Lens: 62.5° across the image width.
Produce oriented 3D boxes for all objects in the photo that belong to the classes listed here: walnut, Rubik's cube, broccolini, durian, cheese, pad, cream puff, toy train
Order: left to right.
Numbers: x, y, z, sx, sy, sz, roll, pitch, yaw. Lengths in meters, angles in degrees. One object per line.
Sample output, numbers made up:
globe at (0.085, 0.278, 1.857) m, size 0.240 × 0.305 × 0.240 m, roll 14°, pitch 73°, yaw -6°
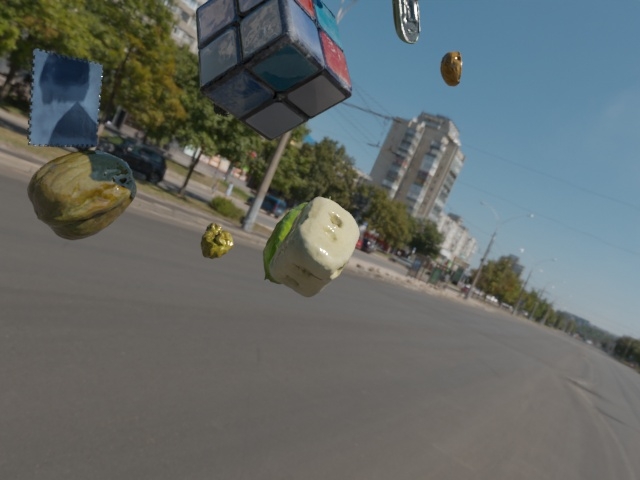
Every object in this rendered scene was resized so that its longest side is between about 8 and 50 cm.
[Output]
pad at (-0.746, -0.407, 1.555) m, size 0.012 × 0.269 × 0.269 m, roll 14°, pitch 12°, yaw 17°
walnut at (-0.663, -0.135, 1.478) m, size 0.282 × 0.282 × 0.228 m, roll 26°, pitch -38°, yaw 44°
cream puff at (-0.430, -0.003, 2.150) m, size 0.146 × 0.146 × 0.116 m, roll 28°, pitch -39°, yaw 58°
broccolini at (-0.301, -0.470, 1.781) m, size 0.068 × 0.091 × 0.203 m, roll -5°, pitch 20°, yaw 17°
Rubik's cube at (-0.133, -0.523, 1.471) m, size 0.316 × 0.314 × 0.318 m, roll -22°, pitch -27°, yaw 25°
durian at (-0.043, 0.007, 1.665) m, size 0.339 × 0.205 × 0.256 m, roll -20°, pitch 42°, yaw -14°
cheese at (0.002, 0.000, 1.334) m, size 0.173 × 0.248 × 0.251 m, roll 30°, pitch -19°, yaw -2°
toy train at (0.307, -0.917, 1.964) m, size 0.086 × 0.408 × 0.088 m, roll -2°, pitch -3°, yaw -16°
walnut at (0.395, -0.529, 1.621) m, size 0.052 × 0.121 × 0.091 m, roll 3°, pitch -30°, yaw -7°
